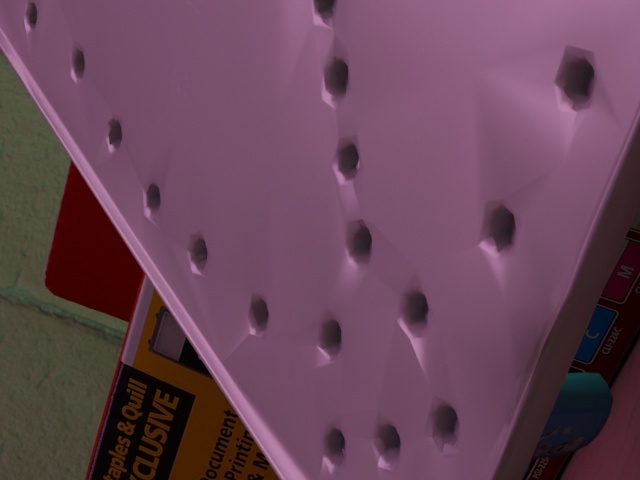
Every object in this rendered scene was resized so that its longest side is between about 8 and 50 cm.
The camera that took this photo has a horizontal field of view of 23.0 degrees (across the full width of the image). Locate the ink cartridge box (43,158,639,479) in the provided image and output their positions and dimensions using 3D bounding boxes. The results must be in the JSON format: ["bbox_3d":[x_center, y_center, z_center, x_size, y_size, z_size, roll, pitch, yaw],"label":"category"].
[{"bbox_3d":[0.000,0.000,0.716,0.130,0.271,0.309,-67,-2,-52],"label":"ink cartridge box"}]

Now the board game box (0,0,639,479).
[{"bbox_3d":[0.008,-0.159,0.455,0.390,0.050,0.390,51,133,46],"label":"board game box"}]
